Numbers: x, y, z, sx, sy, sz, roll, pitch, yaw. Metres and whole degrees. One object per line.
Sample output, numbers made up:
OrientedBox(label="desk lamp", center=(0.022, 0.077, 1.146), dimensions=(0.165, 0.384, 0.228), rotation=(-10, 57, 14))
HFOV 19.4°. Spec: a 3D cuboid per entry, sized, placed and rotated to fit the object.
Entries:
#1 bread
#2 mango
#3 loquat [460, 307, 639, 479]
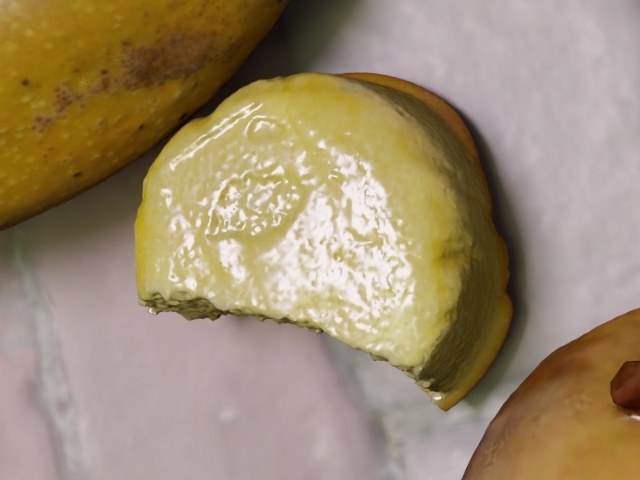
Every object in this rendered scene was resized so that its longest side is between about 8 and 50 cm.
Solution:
OrientedBox(label="bread", center=(0.005, -0.009, 0.760), dimensions=(0.156, 0.086, 0.125), rotation=(18, 94, 23))
OrientedBox(label="mango", center=(-0.158, -0.093, 0.780), dimensions=(0.329, 0.176, 0.175), rotation=(-31, 119, 7))
OrientedBox(label="loquat", center=(0.146, 0.131, 0.633), dimensions=(0.238, 0.193, 0.238), rotation=(22, 123, 38))
